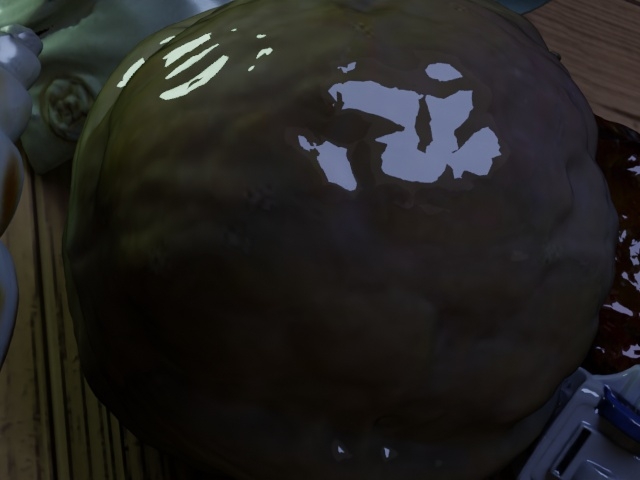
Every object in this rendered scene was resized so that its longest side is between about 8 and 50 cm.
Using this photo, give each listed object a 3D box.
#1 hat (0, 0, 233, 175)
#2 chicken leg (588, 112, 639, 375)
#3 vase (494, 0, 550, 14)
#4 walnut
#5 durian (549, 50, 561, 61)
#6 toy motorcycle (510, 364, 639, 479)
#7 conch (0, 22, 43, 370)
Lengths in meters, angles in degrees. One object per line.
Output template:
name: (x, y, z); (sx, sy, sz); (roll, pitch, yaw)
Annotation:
hat: (-0.105, -0.193, 0.994); (0.301, 0.168, 0.258); (44, 36, 6)
chicken leg: (0.113, -0.003, 1.053); (0.407, 0.096, 0.158); (14, 61, -27)
vase: (0.104, -0.262, 1.317); (0.096, 0.096, 0.219); (12, 41, -32)
walnut: (0.000, -0.002, 0.812); (0.248, 0.248, 0.248); (23, 39, -20)
durian: (0.111, -0.115, 1.195); (0.130, 0.052, 0.066); (1, 48, -39)
toy motorcycle: (0.151, 0.111, 0.965); (0.254, 0.112, 0.112); (31, 37, -8)
conch: (-0.202, 0.010, 0.707); (0.183, 0.149, 0.275); (43, 38, -2)
